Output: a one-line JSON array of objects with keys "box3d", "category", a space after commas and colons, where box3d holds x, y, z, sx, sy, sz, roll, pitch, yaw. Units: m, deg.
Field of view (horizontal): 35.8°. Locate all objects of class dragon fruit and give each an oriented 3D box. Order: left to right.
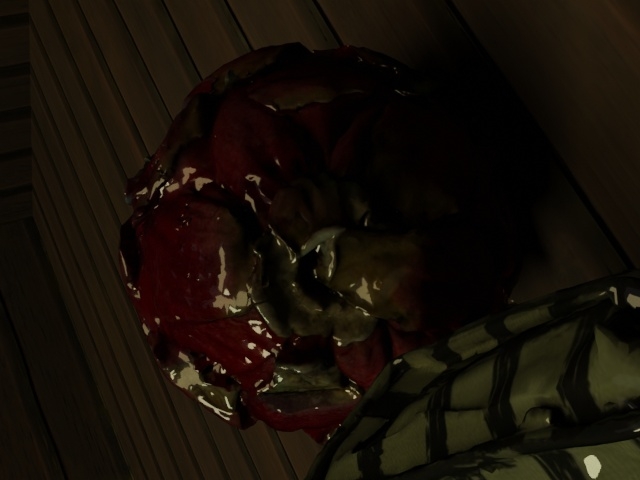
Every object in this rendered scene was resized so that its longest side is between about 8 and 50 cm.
[{"box3d": [0.002, -0.002, 0.784, 0.329, 0.329, 0.329, 44, 142, 48], "category": "dragon fruit"}]

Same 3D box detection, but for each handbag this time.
[{"box3d": [0.193, 0.166, 0.515, 0.325, 0.162, 0.327, 40, 152, -6], "category": "handbag"}]
